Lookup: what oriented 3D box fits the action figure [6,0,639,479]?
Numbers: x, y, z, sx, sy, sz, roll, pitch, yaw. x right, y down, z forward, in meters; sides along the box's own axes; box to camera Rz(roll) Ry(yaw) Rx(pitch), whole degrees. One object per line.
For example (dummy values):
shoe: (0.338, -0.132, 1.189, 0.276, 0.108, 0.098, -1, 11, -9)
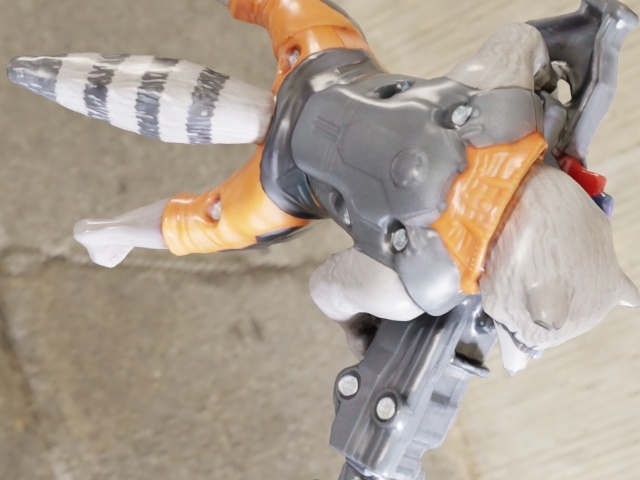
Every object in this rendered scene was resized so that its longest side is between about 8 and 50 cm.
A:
action figure: (0.000, 0.000, 0.994, 0.178, 0.330, 0.341, 22, 87, -56)
